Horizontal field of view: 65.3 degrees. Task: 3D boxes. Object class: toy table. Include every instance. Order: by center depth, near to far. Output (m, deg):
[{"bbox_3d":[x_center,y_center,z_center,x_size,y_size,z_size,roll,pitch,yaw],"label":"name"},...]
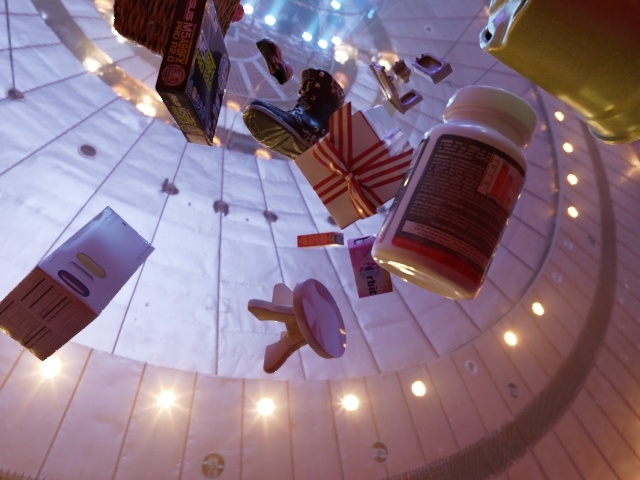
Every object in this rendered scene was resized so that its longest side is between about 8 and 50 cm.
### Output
[{"bbox_3d":[-0.057,0.215,1.284,0.252,0.161,0.274,-78,-31,-47],"label":"toy table"}]

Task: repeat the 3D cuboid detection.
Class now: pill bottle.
[{"bbox_3d":[0.258,-0.089,0.938,0.210,0.210,0.363,28,-98,-16],"label":"pill bottle"}]

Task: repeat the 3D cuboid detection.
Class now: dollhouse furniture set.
[{"bbox_3d":[0.200,-0.405,1.150,0.123,0.151,0.144,51,-172,-36],"label":"dollhouse furniture set"}]

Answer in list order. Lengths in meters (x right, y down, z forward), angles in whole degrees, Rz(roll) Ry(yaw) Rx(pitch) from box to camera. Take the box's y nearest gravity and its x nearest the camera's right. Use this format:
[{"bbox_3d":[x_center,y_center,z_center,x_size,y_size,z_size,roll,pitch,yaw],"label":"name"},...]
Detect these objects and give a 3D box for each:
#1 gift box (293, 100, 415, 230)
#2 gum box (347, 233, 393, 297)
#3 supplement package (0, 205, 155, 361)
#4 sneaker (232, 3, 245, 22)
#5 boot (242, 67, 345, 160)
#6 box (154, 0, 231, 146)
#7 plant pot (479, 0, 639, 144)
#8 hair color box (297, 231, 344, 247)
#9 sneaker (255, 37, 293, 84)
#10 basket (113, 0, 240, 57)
[{"bbox_3d":[0.114,-0.213,1.299,0.255,0.276,0.258,51,-150,-2],"label":"gift box"},{"bbox_3d":[0.148,0.072,1.493,0.107,0.188,0.062,-12,-152,5],"label":"gum box"},{"bbox_3d":[-0.514,0.083,1.058,0.145,0.204,0.262,47,-155,-17],"label":"supplement package"},{"bbox_3d":[-0.288,-0.649,1.370,0.170,0.063,0.075,-10,-130,-41],"label":"sneaker"},{"bbox_3d":[-0.062,-0.406,1.553,0.377,0.138,0.284,24,-112,-39],"label":"boot"},{"bbox_3d":[-0.257,-0.347,1.049,0.060,0.270,0.216,11,-101,1],"label":"box"},{"bbox_3d":[0.392,-0.317,0.737,0.254,0.276,0.276,20,-126,-8],"label":"plant pot"},{"bbox_3d":[0.000,0.000,1.641,0.072,0.141,0.043,8,-102,-61],"label":"hair color box"},{"bbox_3d":[-0.163,-0.628,1.760,0.178,0.072,0.077,45,-136,-29],"label":"sneaker"},{"bbox_3d":[-0.351,-0.596,1.231,0.213,0.299,0.223,27,-167,7],"label":"basket"}]
